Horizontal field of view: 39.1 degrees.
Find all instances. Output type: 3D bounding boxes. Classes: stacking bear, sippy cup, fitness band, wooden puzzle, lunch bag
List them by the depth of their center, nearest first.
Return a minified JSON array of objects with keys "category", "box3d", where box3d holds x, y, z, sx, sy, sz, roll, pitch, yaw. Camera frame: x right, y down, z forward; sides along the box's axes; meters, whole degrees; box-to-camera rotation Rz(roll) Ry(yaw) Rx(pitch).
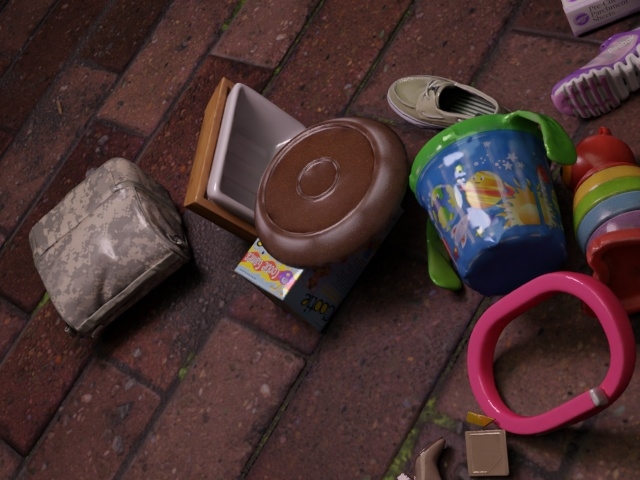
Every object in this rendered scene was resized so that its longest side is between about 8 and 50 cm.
[{"category":"fitness band","box3d":[0.326,0.168,1.315,0.291,0.054,0.209,-42,59,46]},{"category":"wooden puzzle","box3d":[0.252,0.320,1.360,0.078,0.014,0.116,-4,79,41]},{"category":"stacking bear","box3d":[0.454,-0.050,1.388,0.164,0.175,0.289,-7,46,3]},{"category":"sippy cup","box3d":[0.279,-0.043,1.430,0.240,0.305,0.224,-14,53,2]},{"category":"lunch bag","box3d":[-0.429,0.027,1.860,0.305,0.212,0.256,-37,48,8]}]

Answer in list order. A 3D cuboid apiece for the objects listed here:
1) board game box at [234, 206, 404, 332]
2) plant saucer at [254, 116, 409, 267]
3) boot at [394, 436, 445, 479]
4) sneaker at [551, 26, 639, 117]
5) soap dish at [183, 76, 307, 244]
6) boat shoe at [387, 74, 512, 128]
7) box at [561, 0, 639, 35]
[{"category":"board game box","box3d":[0.000,0.000,1.648,0.142,0.144,0.275,27,78,41]},{"category":"plant saucer","box3d":[0.005,-0.099,1.580,0.310,0.050,0.310,-16,54,24]},{"category":"boot","box3d":[0.172,0.372,1.381,0.118,0.042,0.087,-46,54,1]},{"category":"sneaker","box3d":[0.505,-0.301,1.556,0.236,0.095,0.104,-27,44,9]},{"category":"soap dish","box3d":[-0.147,-0.144,1.791,0.118,0.229,0.291,-19,52,42]},{"category":"boat shoe","box3d":[0.240,-0.263,1.692,0.302,0.094,0.109,25,77,40]},{"category":"box","box3d":[0.597,-0.465,1.607,0.324,0.067,0.063,-19,46,21]}]
